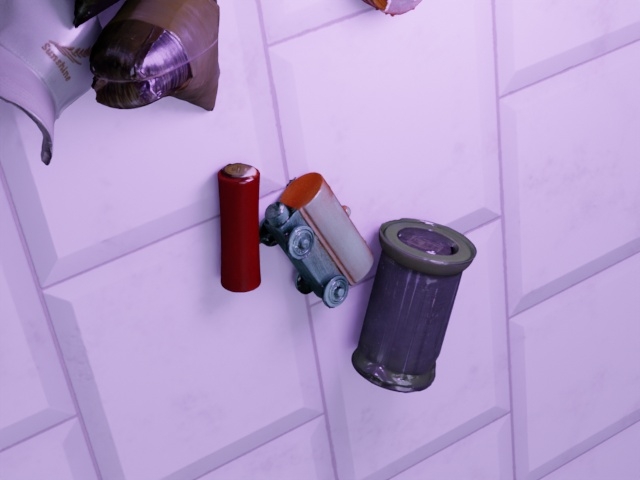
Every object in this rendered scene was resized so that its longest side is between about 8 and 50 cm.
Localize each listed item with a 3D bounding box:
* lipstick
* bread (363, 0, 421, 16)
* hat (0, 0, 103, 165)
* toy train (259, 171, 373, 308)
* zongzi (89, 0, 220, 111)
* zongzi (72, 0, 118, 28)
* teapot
[{"bbox_3d":[-0.147,-0.021,2.084,0.080,0.080,0.241,-16,123,-27],"label":"lipstick"},{"bbox_3d":[0.127,-0.480,2.024,0.160,0.073,0.160,-18,122,-30],"label":"bread"},{"bbox_3d":[-0.403,-0.267,1.662,0.168,0.301,0.258,-29,133,11],"label":"hat"},{"bbox_3d":[0.000,0.000,2.186,0.177,0.116,0.285,-50,132,-17],"label":"toy train"},{"bbox_3d":[-0.239,-0.241,1.789,0.317,0.154,0.289,77,28,-44],"label":"zongzi"},{"bbox_3d":[-0.226,-0.474,1.661,0.384,0.319,0.362,6,97,-17],"label":"zongzi"},{"bbox_3d":[0.192,0.137,2.351,0.270,0.200,0.337,-34,141,-60],"label":"teapot"}]
